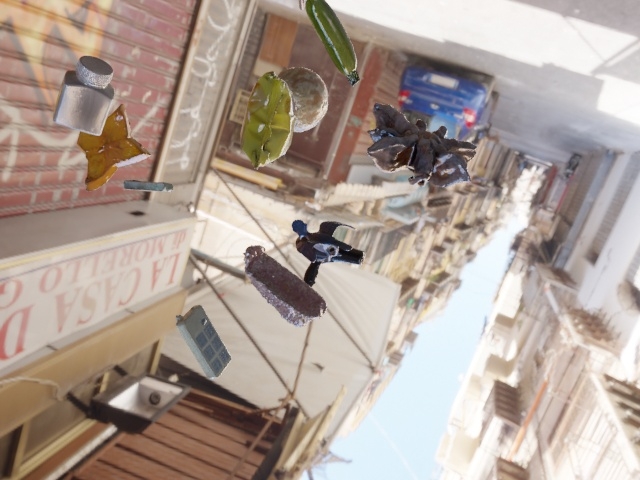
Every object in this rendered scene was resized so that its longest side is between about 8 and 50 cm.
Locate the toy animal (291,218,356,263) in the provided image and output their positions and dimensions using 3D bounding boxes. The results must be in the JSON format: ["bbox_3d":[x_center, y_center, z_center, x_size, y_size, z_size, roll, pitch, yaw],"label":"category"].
[{"bbox_3d":[0.000,0.000,1.975,0.255,0.176,0.239,-8,-150,49],"label":"toy animal"}]

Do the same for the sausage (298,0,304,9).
[{"bbox_3d":[-0.046,-0.575,1.339,0.015,0.015,0.100,20,177,2],"label":"sausage"}]

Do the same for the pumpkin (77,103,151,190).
[{"bbox_3d":[-0.859,-0.371,2.260,0.258,0.290,0.095,59,174,6],"label":"pumpkin"}]

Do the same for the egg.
[{"bbox_3d":[-0.071,-0.453,1.795,0.203,0.204,0.245,20,-146,2],"label":"egg"}]

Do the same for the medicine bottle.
[{"bbox_3d":[-0.629,-0.392,1.516,0.131,0.189,0.088,16,-143,-29],"label":"medicine bottle"}]

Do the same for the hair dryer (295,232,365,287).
[{"bbox_3d":[-0.005,0.149,2.164,0.303,0.360,0.120,17,170,29],"label":"hair dryer"}]

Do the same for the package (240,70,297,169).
[{"bbox_3d":[-0.089,-0.211,0.992,0.090,0.169,0.226,11,-171,-5],"label":"package"}]

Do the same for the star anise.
[{"bbox_3d":[0.178,-0.174,1.053,0.229,0.093,0.236,-15,-127,-34],"label":"star anise"}]

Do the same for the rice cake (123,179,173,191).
[{"bbox_3d":[-0.562,-0.178,1.840,0.210,0.034,0.043,6,-174,33],"label":"rice cake"}]

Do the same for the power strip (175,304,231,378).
[{"bbox_3d":[-0.400,0.348,1.942,0.046,0.271,0.118,-15,-159,32],"label":"power strip"}]

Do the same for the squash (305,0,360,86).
[{"bbox_3d":[0.036,-0.506,1.417,0.066,0.066,0.252,35,166,49],"label":"squash"}]

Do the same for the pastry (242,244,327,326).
[{"bbox_3d":[-0.105,0.123,1.480,0.265,0.112,0.103,47,-129,2],"label":"pastry"}]
